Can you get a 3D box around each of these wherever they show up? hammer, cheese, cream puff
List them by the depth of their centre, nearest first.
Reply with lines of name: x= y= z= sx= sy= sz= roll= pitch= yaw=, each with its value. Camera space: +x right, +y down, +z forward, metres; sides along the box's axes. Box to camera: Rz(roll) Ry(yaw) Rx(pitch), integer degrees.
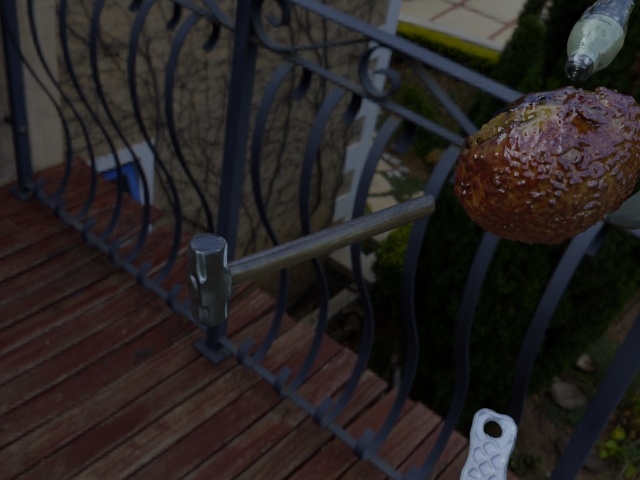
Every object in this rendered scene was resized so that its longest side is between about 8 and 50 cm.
cheese: x=0.172 y=0.310 z=0.779 sx=0.163 sy=0.070 sz=0.249 roll=38 pitch=65 yaw=8
hammer: x=0.000 y=0.000 z=0.965 sx=0.366 sy=0.111 sz=0.043 roll=-19 pitch=39 yaw=-29
cream puff: x=0.395 y=-0.114 z=1.298 sx=0.351 sy=0.350 sz=0.228 roll=-6 pitch=68 yaw=-20

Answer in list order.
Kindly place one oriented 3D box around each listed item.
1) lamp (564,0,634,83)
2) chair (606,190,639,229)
lamp: x=0.528 y=-0.391 z=1.429 sx=0.101 sy=0.101 sz=0.250 roll=26 pitch=62 yaw=20
chair: x=0.670 y=-0.164 z=1.387 sx=0.319 sy=0.186 sz=0.160 roll=-22 pitch=12 yaw=-7
